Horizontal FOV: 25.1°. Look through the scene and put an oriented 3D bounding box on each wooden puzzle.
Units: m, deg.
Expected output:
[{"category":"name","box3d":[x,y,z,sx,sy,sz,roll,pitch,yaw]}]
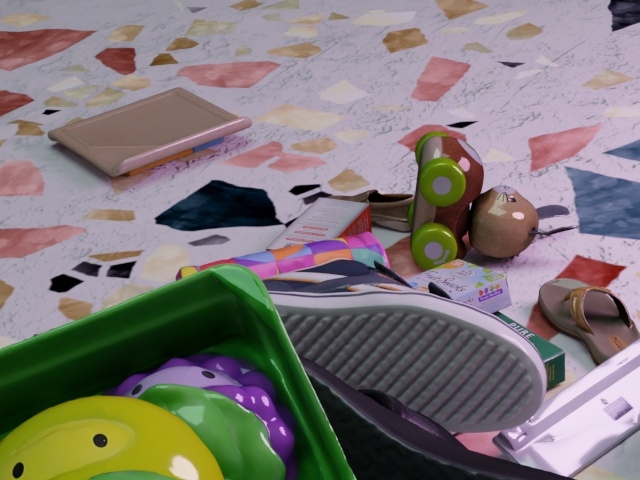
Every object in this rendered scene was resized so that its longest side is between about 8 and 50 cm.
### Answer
[{"category":"wooden puzzle","box3d":[-0.244,-0.151,2.051,0.221,0.044,0.238,-23,27,-28]}]

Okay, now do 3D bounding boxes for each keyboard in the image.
[{"category":"keyboard","box3d":[0.271,0.153,1.352,0.256,0.014,0.072,-27,63,-33]}]

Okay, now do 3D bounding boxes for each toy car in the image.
[{"category":"toy car","box3d":[0.199,-0.039,1.642,0.188,0.149,0.155,6,17,0]}]

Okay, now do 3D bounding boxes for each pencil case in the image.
[{"category":"pencil case","box3d":[-0.043,0.058,1.540,0.236,0.104,0.104,-12,28,-11]}]

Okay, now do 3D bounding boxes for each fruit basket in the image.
[{"category":"fruit basket","box3d":[-0.164,0.179,1.003,0.392,0.392,0.283,-17,64,-20]}]

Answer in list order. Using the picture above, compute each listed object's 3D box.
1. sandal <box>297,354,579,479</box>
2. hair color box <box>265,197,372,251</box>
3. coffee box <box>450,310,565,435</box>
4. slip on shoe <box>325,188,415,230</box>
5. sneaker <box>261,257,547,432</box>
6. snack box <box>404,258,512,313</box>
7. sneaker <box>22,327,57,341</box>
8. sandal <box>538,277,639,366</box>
[{"category":"sandal","box3d":[0.075,0.214,1.186,0.445,0.168,0.107,21,12,30]},{"category":"hair color box","box3d":[0.000,0.000,1.696,0.072,0.043,0.141,8,30,26]},{"category":"coffee box","box3d":[0.137,0.134,1.409,0.184,0.040,0.113,-23,31,-27]},{"category":"slip on shoe","box3d":[0.061,-0.045,1.770,0.135,0.041,0.051,14,34,34]},{"category":"sneaker","box3d":[0.063,0.086,1.340,0.321,0.126,0.127,11,22,20]},{"category":"snack box","box3d":[0.111,0.065,1.483,0.141,0.037,0.100,-20,19,-20]},{"category":"sneaker","box3d":[-0.282,0.185,1.363,0.108,0.100,0.271,18,40,20]},{"category":"sandal","box3d":[0.284,0.077,1.477,0.072,0.049,0.180,-14,29,-12]}]
